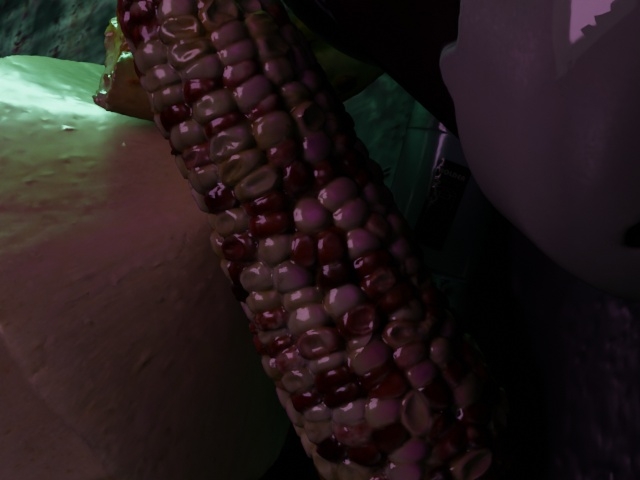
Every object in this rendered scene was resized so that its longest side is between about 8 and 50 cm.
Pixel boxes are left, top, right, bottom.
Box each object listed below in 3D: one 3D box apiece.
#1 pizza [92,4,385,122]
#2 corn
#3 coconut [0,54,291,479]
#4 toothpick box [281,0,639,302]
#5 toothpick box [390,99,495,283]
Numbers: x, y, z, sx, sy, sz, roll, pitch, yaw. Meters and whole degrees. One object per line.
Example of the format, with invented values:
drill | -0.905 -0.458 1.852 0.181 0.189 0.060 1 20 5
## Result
pizza | -0.016 -0.120 0.963 0.127 0.246 0.058 47 138 23
corn | 0.000 0.000 0.861 0.092 0.092 0.280 -20 98 44
coconut | -0.117 0.030 0.983 0.259 0.259 0.259 -25 55 42
toothpick box | 0.129 -0.112 0.779 0.229 0.229 0.316 -57 41 15
toothpick box | 0.060 -0.026 0.938 0.052 0.052 0.083 9 82 52
